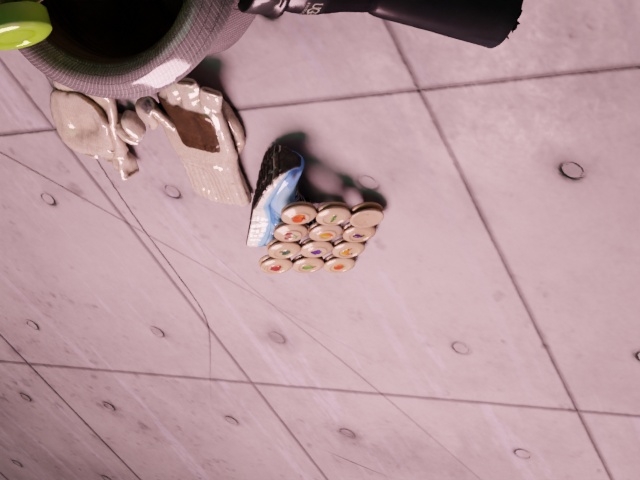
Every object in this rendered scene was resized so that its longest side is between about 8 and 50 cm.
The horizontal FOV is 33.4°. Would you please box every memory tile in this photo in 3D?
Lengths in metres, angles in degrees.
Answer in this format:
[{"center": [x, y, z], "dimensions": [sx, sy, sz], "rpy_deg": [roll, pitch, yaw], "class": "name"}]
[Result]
[{"center": [0.000, 0.000, 1.155], "dimensions": [0.113, 0.012, 0.148], "rpy_deg": [0, 150, -16], "class": "memory tile"}]

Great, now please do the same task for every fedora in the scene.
[{"center": [-0.144, -0.237, 0.858], "dimensions": [0.275, 0.124, 0.243], "rpy_deg": [28, 109, 29], "class": "fedora"}]

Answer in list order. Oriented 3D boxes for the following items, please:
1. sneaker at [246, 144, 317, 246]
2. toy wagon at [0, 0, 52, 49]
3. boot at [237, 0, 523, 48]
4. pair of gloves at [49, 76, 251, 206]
[{"center": [-0.034, -0.045, 1.145], "dimensions": [0.073, 0.063, 0.162], "rpy_deg": [10, 150, -6], "class": "sneaker"}, {"center": [-0.183, -0.304, 0.761], "dimensions": [0.344, 0.068, 0.267], "rpy_deg": [-18, 85, 34], "class": "toy wagon"}, {"center": [0.043, -0.259, 0.746], "dimensions": [0.207, 0.246, 0.094], "rpy_deg": [1, 169, -22], "class": "boot"}, {"center": [-0.194, -0.125, 1.152], "dimensions": [0.240, 0.042, 0.204], "rpy_deg": [18, 145, 16], "class": "pair of gloves"}]
